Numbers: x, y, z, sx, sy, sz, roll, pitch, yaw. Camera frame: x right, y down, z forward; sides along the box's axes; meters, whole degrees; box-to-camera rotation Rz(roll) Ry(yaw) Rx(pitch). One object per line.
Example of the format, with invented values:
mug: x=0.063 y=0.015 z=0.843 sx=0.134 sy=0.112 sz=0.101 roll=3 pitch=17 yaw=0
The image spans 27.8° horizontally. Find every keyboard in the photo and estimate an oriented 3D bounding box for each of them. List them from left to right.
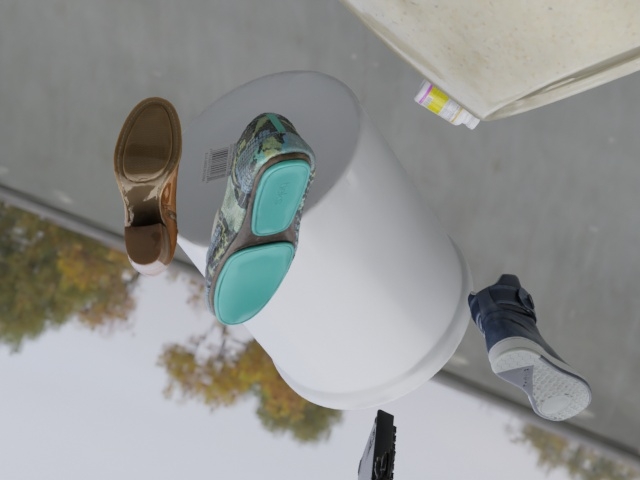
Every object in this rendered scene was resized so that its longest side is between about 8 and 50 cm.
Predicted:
keyboard: x=0.045 y=0.221 z=1.048 sx=0.023 sy=0.108 sz=0.180 roll=11 pitch=-137 yaw=-4

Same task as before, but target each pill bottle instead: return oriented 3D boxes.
pill bottle: x=0.161 y=-0.172 z=1.611 sx=0.083 sy=0.043 sz=0.043 roll=31 pitch=-179 yaw=-6

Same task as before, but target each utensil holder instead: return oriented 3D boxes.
utensil holder: x=0.000 y=0.000 z=1.805 sx=0.328 sy=0.327 sz=0.385 roll=22 pitch=157 yaw=41

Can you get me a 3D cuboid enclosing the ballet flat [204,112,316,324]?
ballet flat: x=-0.047 y=-0.017 z=0.931 sx=0.070 sy=0.188 sz=0.070 roll=12 pitch=-135 yaw=-13

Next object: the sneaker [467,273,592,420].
sneaker: x=0.284 y=0.140 z=1.767 sx=0.226 sy=0.086 sz=0.163 roll=42 pitch=-159 yaw=-42

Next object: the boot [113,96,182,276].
boot: x=-0.193 y=-0.057 z=1.482 sx=0.073 sy=0.197 sz=0.152 roll=6 pitch=175 yaw=0

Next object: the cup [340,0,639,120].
cup: x=0.124 y=-0.205 z=0.710 sx=0.331 sy=0.237 sz=0.331 roll=-21 pitch=179 yaw=-1
